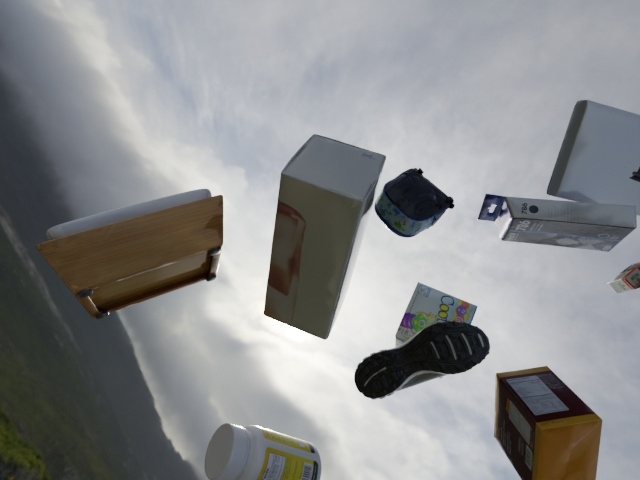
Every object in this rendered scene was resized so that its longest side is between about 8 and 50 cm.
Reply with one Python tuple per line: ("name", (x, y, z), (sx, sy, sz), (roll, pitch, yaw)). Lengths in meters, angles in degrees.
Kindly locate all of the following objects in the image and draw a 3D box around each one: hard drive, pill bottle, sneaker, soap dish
("hard drive", (0.761, -0.191, 1.118), (0.047, 0.352, 0.233), (-126, -133, -72))
("pill bottle", (-0.110, 0.434, 0.873), (0.208, 0.119, 0.119), (32, -17, -29))
("sneaker", (0.201, 0.236, 0.894), (0.108, 0.271, 0.101), (46, 24, -67))
("soap dish", (-0.313, 0.030, 0.803), (0.118, 0.290, 0.229), (64, -25, 14))

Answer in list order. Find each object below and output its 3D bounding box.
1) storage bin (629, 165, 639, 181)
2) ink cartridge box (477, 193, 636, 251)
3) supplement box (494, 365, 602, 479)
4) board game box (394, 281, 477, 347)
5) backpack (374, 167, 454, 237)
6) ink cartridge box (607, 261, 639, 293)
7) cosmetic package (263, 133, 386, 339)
("storage bin", (0.636, -0.138, 0.797), (0.098, 0.135, 0.091), (15, -70, 15))
("ink cartridge box", (0.574, -0.043, 1.124), (0.332, 0.065, 0.165), (7, -19, 16))
("supplement box", (0.491, 0.420, 0.991), (0.194, 0.128, 0.192), (-107, -170, -72))
("board game box", (0.273, 0.230, 1.103), (0.141, 0.145, 0.275), (22, -18, 17))
("backpack", (0.150, -0.056, 0.768), (0.105, 0.114, 0.084), (47, -41, 17))
("ink cartridge box", (0.588, 0.063, 0.826), (0.029, 0.062, 0.115), (52, 0, 18))
("cosmetic package", (0.000, 0.000, 0.738), (0.129, 0.153, 0.297), (20, -52, 9))
